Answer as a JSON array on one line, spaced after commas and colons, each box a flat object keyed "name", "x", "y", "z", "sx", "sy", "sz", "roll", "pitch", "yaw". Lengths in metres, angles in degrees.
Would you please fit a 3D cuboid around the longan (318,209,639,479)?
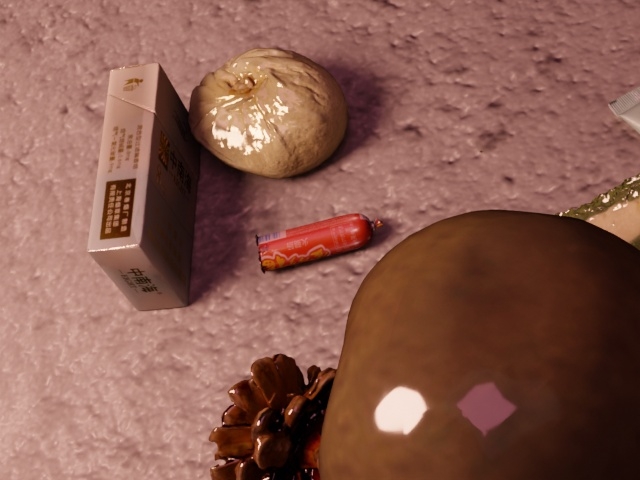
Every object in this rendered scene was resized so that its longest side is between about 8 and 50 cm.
[{"name": "longan", "x": 0.159, "y": 0.150, "z": 1.161, "sx": 0.361, "sy": 0.361, "sz": 0.361, "roll": -7, "pitch": 60, "yaw": 12}]

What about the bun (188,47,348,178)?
[{"name": "bun", "x": -0.064, "y": -0.155, "z": 1.575, "sx": 0.188, "sy": 0.111, "sz": 0.164, "roll": 24, "pitch": 73, "yaw": 23}]

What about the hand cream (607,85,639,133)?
[{"name": "hand cream", "x": 0.439, "y": -0.062, "z": 1.413, "sx": 0.085, "sy": 0.058, "sz": 0.331, "roll": -32, "pitch": 52, "yaw": -8}]

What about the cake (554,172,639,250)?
[{"name": "cake", "x": 0.275, "y": 0.030, "z": 1.340, "sx": 0.283, "sy": 0.172, "sz": 0.158, "roll": -6, "pitch": 58, "yaw": 15}]

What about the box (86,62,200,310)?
[{"name": "box", "x": -0.197, "y": -0.061, "z": 1.535, "sx": 0.067, "sy": 0.155, "sz": 0.243, "roll": -5, "pitch": 61, "yaw": 12}]

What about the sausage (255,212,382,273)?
[{"name": "sausage", "x": 0.000, "y": 0.000, "z": 1.509, "sx": 0.145, "sy": 0.050, "sz": 0.048, "roll": -14, "pitch": 40, "yaw": 3}]

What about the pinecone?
[{"name": "pinecone", "x": -0.008, "y": 0.210, "z": 1.320, "sx": 0.195, "sy": 0.150, "sz": 0.179, "roll": 18, "pitch": 100, "yaw": 12}]
